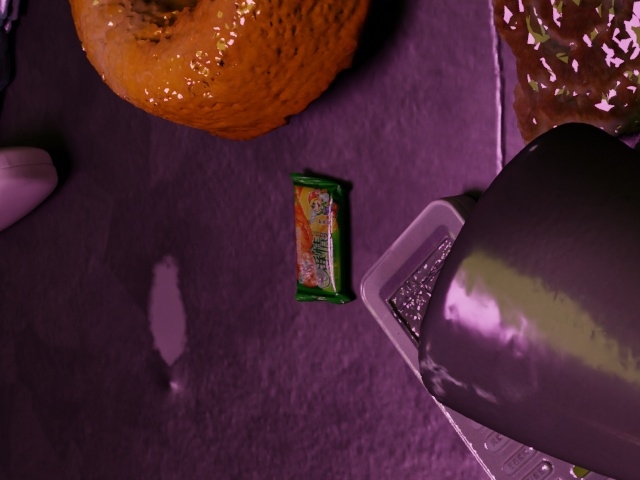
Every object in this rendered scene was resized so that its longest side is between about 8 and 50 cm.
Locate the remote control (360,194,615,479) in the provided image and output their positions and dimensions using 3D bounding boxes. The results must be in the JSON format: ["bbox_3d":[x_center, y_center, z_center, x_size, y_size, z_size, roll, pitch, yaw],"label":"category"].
[{"bbox_3d":[0.124,0.093,1.078,0.103,0.034,0.250,-48,68,35],"label":"remote control"}]

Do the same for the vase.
[{"bbox_3d":[0.223,0.083,0.912,0.321,0.173,0.173,31,117,22],"label":"vase"}]

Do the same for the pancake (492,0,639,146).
[{"bbox_3d":[0.240,-0.174,0.924,0.426,0.067,0.305,8,111,38],"label":"pancake"}]

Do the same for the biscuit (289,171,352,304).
[{"bbox_3d":[0.000,0.000,1.175,0.046,0.016,0.089,7,103,39],"label":"biscuit"}]

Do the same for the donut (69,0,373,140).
[{"bbox_3d":[-0.069,-0.189,1.142,0.253,0.118,0.253,-6,82,48],"label":"donut"}]

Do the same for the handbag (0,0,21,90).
[{"bbox_3d":[-0.344,-0.233,1.364,0.274,0.100,0.269,35,118,31],"label":"handbag"}]

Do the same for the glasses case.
[{"bbox_3d":[-0.295,-0.020,1.370,0.233,0.092,0.059,-23,82,39],"label":"glasses case"}]
